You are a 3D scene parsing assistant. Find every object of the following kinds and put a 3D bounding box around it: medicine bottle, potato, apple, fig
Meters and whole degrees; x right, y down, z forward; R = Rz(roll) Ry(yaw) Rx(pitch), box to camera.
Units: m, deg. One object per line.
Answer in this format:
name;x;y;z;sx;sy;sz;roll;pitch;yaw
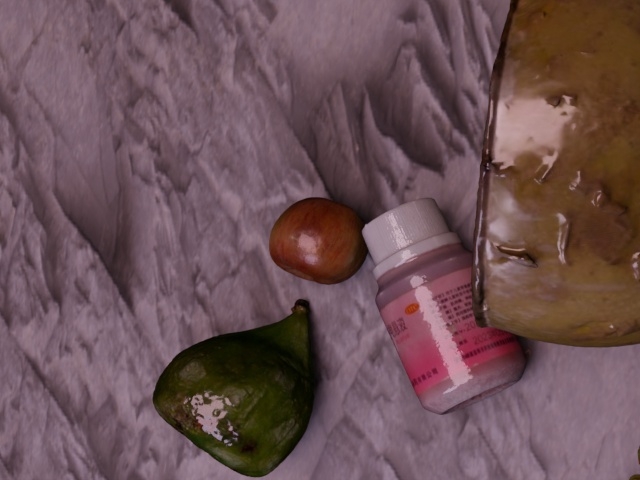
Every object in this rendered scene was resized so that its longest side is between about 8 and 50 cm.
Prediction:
medicine bottle;0.144;0.078;1.814;0.147;0.147;0.247;-30;76;23
potato;0.344;-0.105;1.590;0.319;0.385;0.442;5;101;12
apple;-0.003;-0.001;1.901;0.126;0.126;0.102;15;80;26
fig;-0.080;0.174;1.912;0.203;0.203;0.235;36;83;23

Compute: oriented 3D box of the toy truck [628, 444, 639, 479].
toy truck;0.387;0.302;1.701;0.127;0.127;0.257;35;105;39
